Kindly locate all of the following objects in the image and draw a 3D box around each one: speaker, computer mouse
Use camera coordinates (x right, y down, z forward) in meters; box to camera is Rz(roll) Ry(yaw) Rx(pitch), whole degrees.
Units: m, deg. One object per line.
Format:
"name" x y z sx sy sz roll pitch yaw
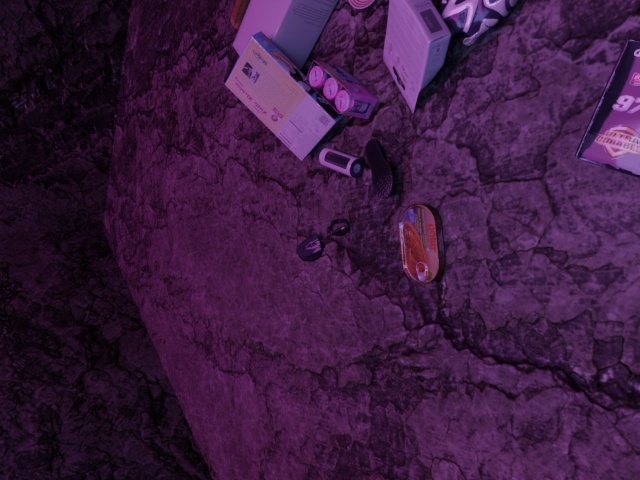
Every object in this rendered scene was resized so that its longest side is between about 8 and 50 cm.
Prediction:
"speaker" 0.057 -0.217 1.225 0.136 0.055 0.055 32 117 44
"computer mouse" 0.000 0.000 1.325 0.242 0.041 0.071 -38 65 44

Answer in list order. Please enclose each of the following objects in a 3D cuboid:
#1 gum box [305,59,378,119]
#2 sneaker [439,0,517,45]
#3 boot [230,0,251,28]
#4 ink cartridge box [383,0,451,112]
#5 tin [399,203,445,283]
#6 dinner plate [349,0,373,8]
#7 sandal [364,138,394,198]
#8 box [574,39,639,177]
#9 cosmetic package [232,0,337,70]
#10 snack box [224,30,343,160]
"gum box" 0.057 -0.396 1.164 0.188 0.107 0.062 53 130 32
"sneaker" 0.271 -0.497 0.909 0.235 0.094 0.153 53 123 19
"boot" -0.180 -0.824 1.388 0.089 0.236 0.269 49 159 -4
"ink cartridge box" 0.206 -0.431 0.981 0.232 0.066 0.189 68 180 -70
"tin" 0.242 0.007 1.045 0.106 0.040 0.190 -4 91 54
"dinner plate" 0.120 -0.670 1.131 0.141 0.017 0.142 8 101 49
"sandal" 0.159 -0.185 1.127 0.067 0.040 0.179 -39 51 39
"box" 0.499 -0.162 0.599 0.220 0.051 0.175 35 121 40
"cosmetic package" -0.100 -0.662 1.285 0.366 0.155 0.197 -51 57 40
"snack box" -0.109 -0.406 1.268 0.322 0.060 0.187 44 135 -7
